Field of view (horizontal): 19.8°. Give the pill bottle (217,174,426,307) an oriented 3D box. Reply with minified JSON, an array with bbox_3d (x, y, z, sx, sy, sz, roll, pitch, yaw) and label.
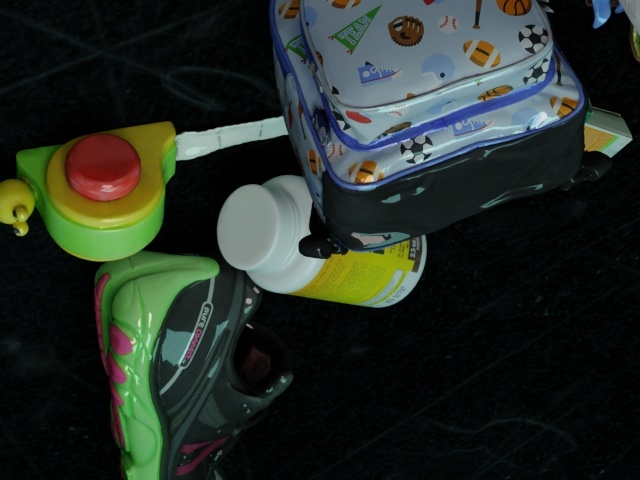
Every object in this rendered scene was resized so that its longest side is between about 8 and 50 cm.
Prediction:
[{"bbox_3d":[0.000,0.000,1.830,0.215,0.117,0.117,10,136,-48],"label":"pill bottle"}]

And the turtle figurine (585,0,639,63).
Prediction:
[{"bbox_3d":[0.401,-0.174,1.736,0.274,0.198,0.266,-8,159,14],"label":"turtle figurine"}]

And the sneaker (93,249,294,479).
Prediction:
[{"bbox_3d":[-0.124,0.182,1.978,0.202,0.185,0.483,-11,146,-9],"label":"sneaker"}]

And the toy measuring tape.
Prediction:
[{"bbox_3d":[-0.141,-0.049,1.705,0.330,0.121,0.121,-10,145,-16],"label":"toy measuring tape"}]

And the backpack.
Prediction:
[{"bbox_3d":[0.075,-0.152,1.549,0.276,0.263,0.213,-16,141,-11],"label":"backpack"}]

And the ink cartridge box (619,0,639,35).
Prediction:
[{"bbox_3d":[0.280,-0.332,1.397,0.197,0.270,0.198,-21,147,-3],"label":"ink cartridge box"}]

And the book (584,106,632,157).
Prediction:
[{"bbox_3d":[0.240,-0.103,1.914,0.144,0.035,0.096,12,135,-38],"label":"book"}]

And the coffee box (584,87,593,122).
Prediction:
[{"bbox_3d":[0.162,-0.121,1.810,0.184,0.040,0.113,10,137,-22],"label":"coffee box"}]
